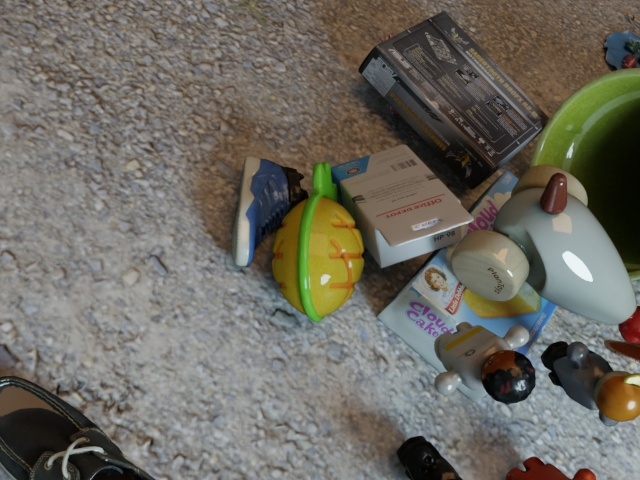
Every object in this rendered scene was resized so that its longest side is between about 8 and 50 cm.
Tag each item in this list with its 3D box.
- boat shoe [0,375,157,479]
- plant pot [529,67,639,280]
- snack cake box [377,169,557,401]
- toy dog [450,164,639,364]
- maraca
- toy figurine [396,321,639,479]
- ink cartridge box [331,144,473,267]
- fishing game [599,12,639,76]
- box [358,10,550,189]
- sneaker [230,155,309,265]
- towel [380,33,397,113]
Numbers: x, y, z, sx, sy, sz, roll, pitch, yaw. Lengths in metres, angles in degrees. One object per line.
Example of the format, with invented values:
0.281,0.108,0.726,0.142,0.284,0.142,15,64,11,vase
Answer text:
-0.200,0.194,0.688,0.233,0.079,0.084,42,52,6,boat shoe
0.478,-0.076,1.113,0.254,0.276,0.276,4,56,-38,plant pot
0.208,0.048,0.983,0.152,0.089,0.264,42,50,4,snack cake box
0.312,0.031,0.843,0.334,0.161,0.220,18,65,1,toy dog
0.000,0.000,0.894,0.099,0.127,0.185,1,57,12,maraca
0.200,0.193,0.789,0.213,0.148,0.209,16,95,-18,toy figurine
0.092,-0.034,0.933,0.104,0.060,0.180,-18,38,-11,ink cartridge box
0.602,-0.318,1.461,0.189,0.041,0.264,37,50,4,fishing game
0.191,-0.202,1.128,0.231,0.056,0.183,47,48,6,box
-0.054,-0.031,0.924,0.085,0.058,0.152,11,47,-9,sneaker
0.183,-0.227,1.199,0.197,0.029,0.144,11,55,-24,towel
